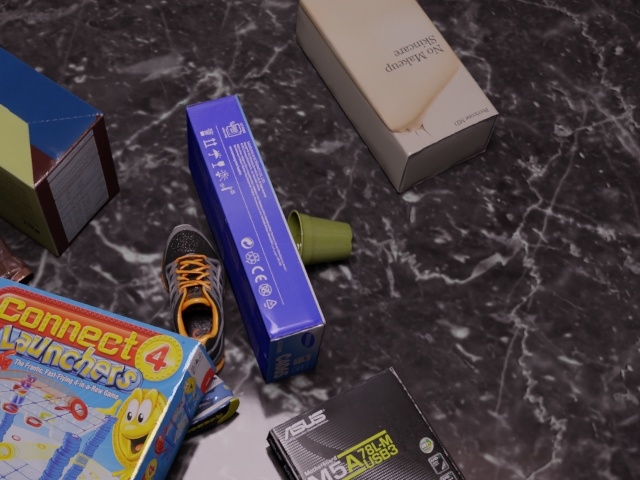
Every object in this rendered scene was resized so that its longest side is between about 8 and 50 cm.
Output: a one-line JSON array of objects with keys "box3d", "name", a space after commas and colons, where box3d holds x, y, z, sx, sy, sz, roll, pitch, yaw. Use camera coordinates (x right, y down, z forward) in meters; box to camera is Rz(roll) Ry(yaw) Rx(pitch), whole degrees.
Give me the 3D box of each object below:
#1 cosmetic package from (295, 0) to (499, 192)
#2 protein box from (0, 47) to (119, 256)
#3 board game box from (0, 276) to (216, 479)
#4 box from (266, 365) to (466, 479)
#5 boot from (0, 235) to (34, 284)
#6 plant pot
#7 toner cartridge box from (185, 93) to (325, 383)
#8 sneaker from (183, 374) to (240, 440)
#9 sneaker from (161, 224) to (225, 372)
[{"box3d": [0.106, -0.244, 1.562, 0.160, 0.113, 0.309, -27, 68, -16], "name": "cosmetic package"}, {"box3d": [-0.394, -0.119, 1.413, 0.200, 0.201, 0.136, 33, 66, 11], "name": "protein box"}, {"box3d": [-0.329, 0.225, 1.279, 0.308, 0.086, 0.302, 15, 63, 17], "name": "board game box"}, {"box3d": [0.058, 0.278, 1.333, 0.191, 0.045, 0.184, -24, 70, -21], "name": "box"}, {"box3d": [-0.459, 0.033, 1.425, 0.106, 0.037, 0.114, -35, 74, -33], "name": "boot"}, {"box3d": [0.000, 0.000, 1.459, 0.079, 0.083, 0.083, 1, 63, -17], "name": "plant pot"}, {"box3d": [-0.091, -0.003, 1.401, 0.075, 0.165, 0.348, -17, 67, -12], "name": "toner cartridge box"}, {"box3d": [-0.177, 0.218, 1.350, 0.144, 0.053, 0.059, -22, 62, -19], "name": "sneaker"}, {"box3d": [-0.164, 0.070, 1.405, 0.084, 0.083, 0.215, -11, 64, -7], "name": "sneaker"}]
